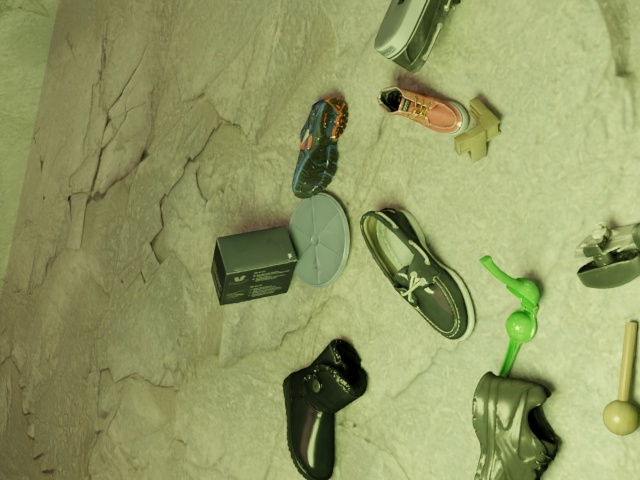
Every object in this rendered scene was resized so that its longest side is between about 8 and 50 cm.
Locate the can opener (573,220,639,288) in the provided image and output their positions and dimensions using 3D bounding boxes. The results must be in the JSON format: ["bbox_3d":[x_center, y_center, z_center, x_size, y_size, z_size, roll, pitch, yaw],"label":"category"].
[{"bbox_3d":[0.485,-0.003,1.276,0.280,0.074,0.093,-22,106,50],"label":"can opener"}]

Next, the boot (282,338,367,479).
[{"bbox_3d":[0.015,0.342,1.803,0.207,0.094,0.246,-42,51,46],"label":"boot"}]

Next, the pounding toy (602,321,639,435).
[{"bbox_3d":[0.483,0.216,1.223,0.237,0.110,0.182,12,98,50],"label":"pounding toy"}]

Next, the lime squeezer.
[{"bbox_3d":[0.312,0.131,1.452,0.059,0.110,0.310,19,135,33],"label":"lime squeezer"}]

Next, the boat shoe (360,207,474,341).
[{"bbox_3d":[0.167,0.062,1.630,0.302,0.091,0.114,55,129,36],"label":"boat shoe"}]

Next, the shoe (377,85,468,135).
[{"bbox_3d":[0.182,-0.236,1.629,0.178,0.081,0.063,33,114,46],"label":"shoe"}]

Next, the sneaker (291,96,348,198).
[{"bbox_3d":[-0.008,-0.192,1.870,0.087,0.083,0.221,25,95,58],"label":"sneaker"}]

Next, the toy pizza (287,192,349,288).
[{"bbox_3d":[0.000,0.000,1.884,0.201,0.032,0.201,-1,88,50],"label":"toy pizza"}]

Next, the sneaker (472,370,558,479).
[{"bbox_3d":[0.314,0.355,1.433,0.130,0.109,0.286,1,101,26],"label":"sneaker"}]

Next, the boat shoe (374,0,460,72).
[{"bbox_3d":[0.207,-0.443,1.588,0.113,0.105,0.306,2,66,62],"label":"boat shoe"}]

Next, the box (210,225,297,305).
[{"bbox_3d":[-0.145,0.055,1.926,0.158,0.156,0.093,111,144,-59],"label":"box"}]

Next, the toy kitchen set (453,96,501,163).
[{"bbox_3d":[0.257,-0.185,1.552,0.075,0.083,0.068,56,171,36],"label":"toy kitchen set"}]
